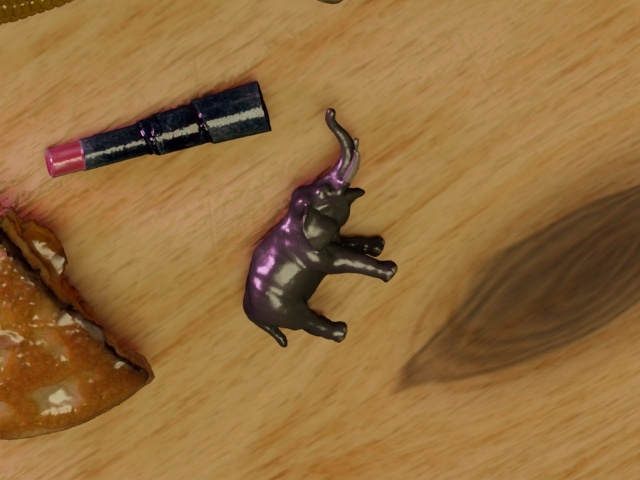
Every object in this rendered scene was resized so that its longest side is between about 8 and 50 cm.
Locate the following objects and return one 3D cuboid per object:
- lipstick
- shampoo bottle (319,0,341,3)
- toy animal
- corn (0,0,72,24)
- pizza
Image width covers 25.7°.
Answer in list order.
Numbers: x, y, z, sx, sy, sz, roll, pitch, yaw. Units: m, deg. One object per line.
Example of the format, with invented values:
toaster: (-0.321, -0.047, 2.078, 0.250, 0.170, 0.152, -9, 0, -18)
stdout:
lipstick: (-0.169, -0.109, 1.430, 0.234, 0.053, 0.053, -14, 116, 4)
shampoo bottle: (0.019, -0.312, 1.337, 0.079, 0.079, 0.162, 20, 111, -16)
toy animal: (0.010, 0.001, 1.482, 0.137, 0.082, 0.269, 21, 111, -18)
corn: (-0.364, -0.235, 1.307, 0.305, 0.106, 0.106, -15, 116, -2)
pizza: (-0.371, 0.085, 1.450, 0.409, 0.114, 0.277, 4, 115, -11)
